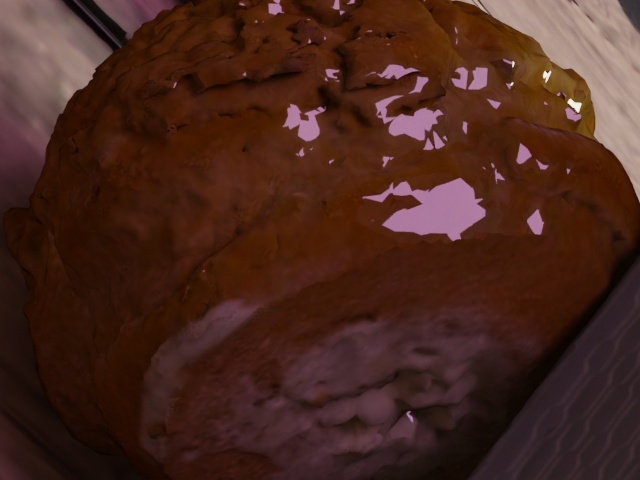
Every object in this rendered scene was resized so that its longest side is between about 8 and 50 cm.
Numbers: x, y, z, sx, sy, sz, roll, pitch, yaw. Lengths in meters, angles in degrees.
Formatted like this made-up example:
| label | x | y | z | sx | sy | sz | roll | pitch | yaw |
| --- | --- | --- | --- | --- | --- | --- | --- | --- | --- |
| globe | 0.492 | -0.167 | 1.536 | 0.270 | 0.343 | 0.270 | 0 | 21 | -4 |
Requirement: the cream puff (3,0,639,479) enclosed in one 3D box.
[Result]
| label | x | y | z | sx | sy | sz | roll | pitch | yaw |
| --- | --- | --- | --- | --- | --- | --- | --- | --- | --- |
| cream puff | 0.000 | 0.000 | 0.439 | 0.165 | 0.150 | 0.115 | 75 | -6 | -53 |

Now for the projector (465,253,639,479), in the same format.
| label | x | y | z | sx | sy | sz | roll | pitch | yaw |
| --- | --- | --- | --- | --- | --- | --- | --- | --- | --- |
| projector | 0.119 | 0.119 | 0.412 | 0.250 | 0.108 | 0.198 | -52 | 126 | -6 |
